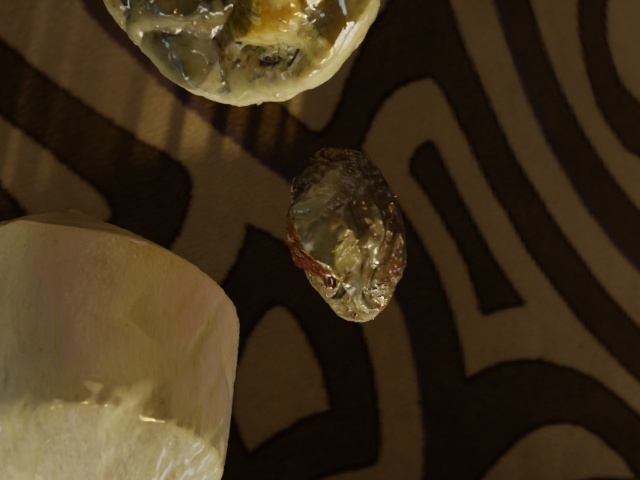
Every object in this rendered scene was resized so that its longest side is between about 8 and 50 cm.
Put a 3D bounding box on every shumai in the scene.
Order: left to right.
[{"bbox_3d":[0.005,-0.009,0.948,0.105,0.123,0.139,17,64,-35],"label":"shumai"}]

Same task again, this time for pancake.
[{"bbox_3d":[-0.099,-0.315,1.133,0.082,0.386,0.387,-41,107,-53],"label":"pancake"}]

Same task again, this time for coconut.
[{"bbox_3d":[-0.220,0.109,0.949,0.328,0.328,0.329,6,79,-34],"label":"coconut"}]
